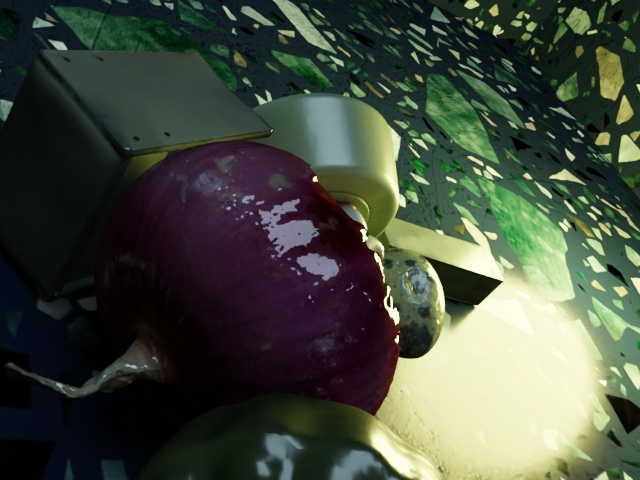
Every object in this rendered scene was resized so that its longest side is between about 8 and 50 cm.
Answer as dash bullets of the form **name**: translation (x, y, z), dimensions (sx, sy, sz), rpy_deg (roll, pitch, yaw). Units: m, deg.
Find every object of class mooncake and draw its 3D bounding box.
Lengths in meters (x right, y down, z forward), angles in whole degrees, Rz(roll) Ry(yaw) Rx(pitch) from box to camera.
- **mooncake**: translation (-0.024, 0.301, 0.658), dimensions (0.351, 0.351, 0.187), rpy_deg (39, -1, 3)

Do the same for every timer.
- **timer**: translation (0.000, 0.000, 1.166), dimensions (0.291, 0.291, 0.315), rpy_deg (11, 51, -38)

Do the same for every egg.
- **egg**: translation (0.120, 0.097, 1.263), dimensions (0.141, 0.141, 0.181), rpy_deg (12, 49, -37)

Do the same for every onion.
- **onion**: translation (-0.097, 0.091, 0.879), dimensions (0.358, 0.358, 0.345), rpy_deg (39, 75, 2)

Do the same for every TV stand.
- **TV stand**: translation (0.194, 0.036, 1.480), dimensions (0.270, 0.083, 0.088), rpy_deg (18, 38, -32)

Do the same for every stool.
- **stool**: translation (-0.245, -0.090, 1.030), dimensions (0.170, 0.243, 0.270), rpy_deg (48, 32, 16)
